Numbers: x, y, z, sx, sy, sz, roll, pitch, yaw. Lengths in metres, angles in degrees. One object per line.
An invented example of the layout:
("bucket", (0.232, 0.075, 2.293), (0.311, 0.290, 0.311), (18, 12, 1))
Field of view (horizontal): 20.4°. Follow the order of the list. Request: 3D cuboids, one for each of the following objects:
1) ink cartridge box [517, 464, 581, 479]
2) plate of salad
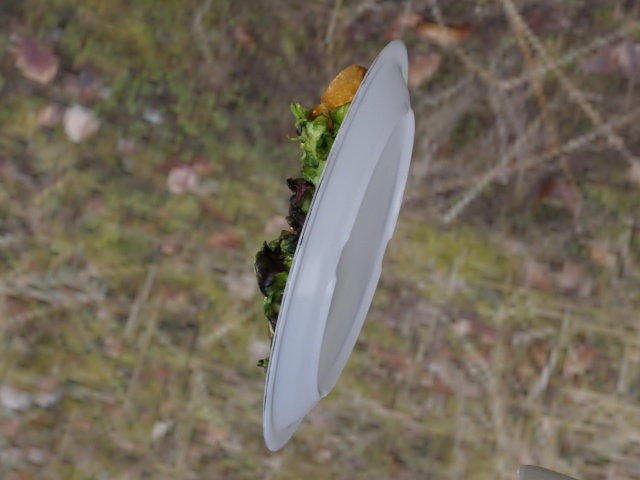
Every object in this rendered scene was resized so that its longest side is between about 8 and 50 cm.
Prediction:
("ink cartridge box", (0.154, 0.213, 0.776), (0.207, 0.119, 0.353), (19, -173, 7))
("plate of salad", (0.000, 0.000, 0.831), (0.048, 0.199, 0.200), (17, 154, 9))
